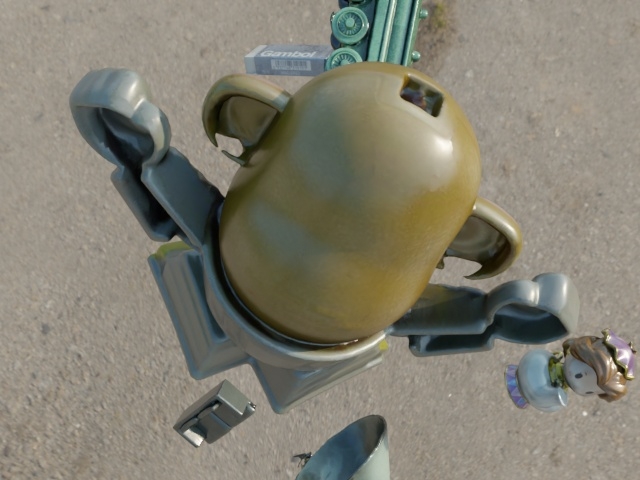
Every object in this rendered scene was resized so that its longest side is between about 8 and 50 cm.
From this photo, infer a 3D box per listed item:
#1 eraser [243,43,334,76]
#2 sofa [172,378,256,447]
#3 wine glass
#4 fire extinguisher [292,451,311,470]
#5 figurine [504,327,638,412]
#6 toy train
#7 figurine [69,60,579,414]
[{"bbox_3d":[-0.063,-0.414,1.544,0.213,0.046,0.092,7,36,21],"label":"eraser"},{"bbox_3d":[-0.195,0.328,1.230,0.085,0.147,0.060,43,31,-11],"label":"sofa"},{"bbox_3d":[0.157,0.640,1.550,0.267,0.267,0.406,-39,98,-20],"label":"wine glass"},{"bbox_3d":[-0.002,0.597,1.671,0.177,0.062,0.050,50,27,22],"label":"fire extinguisher"},{"bbox_3d":[0.525,0.272,1.398,0.142,0.263,0.189,53,36,-16],"label":"figurine"},{"bbox_3d":[0.062,-0.218,0.730,0.111,0.071,0.170,11,88,-1],"label":"toy train"},{"bbox_3d":[0.001,0.001,0.464,0.343,0.285,0.167,6,56,-18],"label":"figurine"}]
